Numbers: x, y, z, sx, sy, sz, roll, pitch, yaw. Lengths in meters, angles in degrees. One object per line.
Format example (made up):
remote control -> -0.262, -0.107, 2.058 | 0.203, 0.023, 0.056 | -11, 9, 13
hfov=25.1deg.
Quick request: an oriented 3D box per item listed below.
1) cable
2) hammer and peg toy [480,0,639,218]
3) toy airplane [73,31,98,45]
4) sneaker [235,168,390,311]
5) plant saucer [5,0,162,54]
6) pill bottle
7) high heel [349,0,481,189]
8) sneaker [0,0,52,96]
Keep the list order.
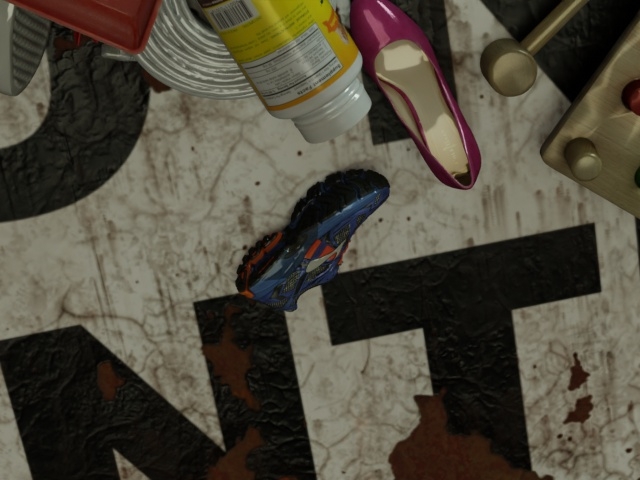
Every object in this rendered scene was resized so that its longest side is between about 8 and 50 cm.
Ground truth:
cable -> -0.106, -0.282, 1.573 | 0.257, 0.089, 0.257 | 14, 109, -12
hammer and peg toy -> 0.381, -0.165, 1.641 | 0.361, 0.127, 0.266 | 29, 111, -13
toy airplane -> -0.250, -0.265, 1.539 | 0.028, 0.151, 0.151 | -8, 115, -33
sneaker -> 0.000, 0.000, 1.712 | 0.221, 0.083, 0.087 | -40, 124, 15
plant saucer -> -0.248, -0.340, 1.376 | 0.259, 0.048, 0.258 | 22, 121, -4
pill bottle -> -0.035, -0.210, 1.501 | 0.117, 0.117, 0.215 | -31, 114, 6
high heel -> 0.107, -0.167, 1.628 | 0.082, 0.117, 0.244 | -25, 112, 4
sneaker -> -0.350, -0.310, 1.513 | 0.127, 0.126, 0.321 | 16, 123, 7
